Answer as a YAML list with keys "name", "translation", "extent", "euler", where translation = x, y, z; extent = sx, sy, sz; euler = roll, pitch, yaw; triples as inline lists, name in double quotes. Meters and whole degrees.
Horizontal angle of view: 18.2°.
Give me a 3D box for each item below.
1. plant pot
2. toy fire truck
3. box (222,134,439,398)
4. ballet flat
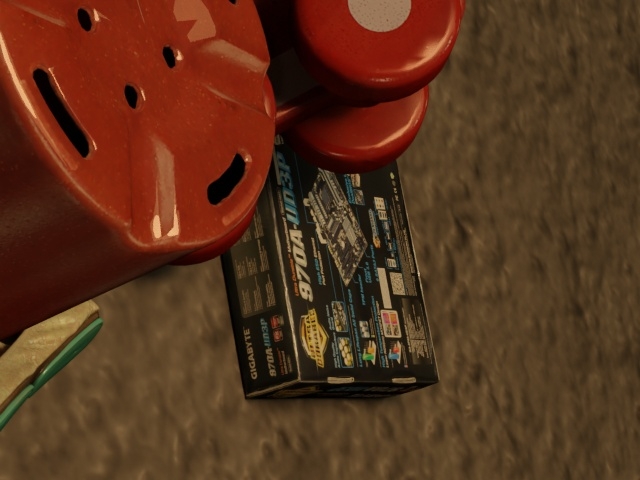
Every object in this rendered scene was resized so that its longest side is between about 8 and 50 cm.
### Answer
- name: "plant pot"
  translation: [-0.183, -0.061, 0.972]
  extent: [0.272, 0.265, 0.272]
  euler: [30, 51, -46]
- name: "toy fire truck"
  translation: [-0.071, -0.145, 1.223]
  extent: [0.254, 0.302, 0.169]
  euler: [59, -13, 12]
- name: "box"
  translation: [0.000, 0.000, 1.406]
  extent: [0.175, 0.051, 0.220]
  euler: [5, 71, -55]
- name: "ballet flat"
  translation: [-0.181, 0.074, 1.120]
  extent: [0.052, 0.057, 0.168]
  euler: [39, 34, 1]
